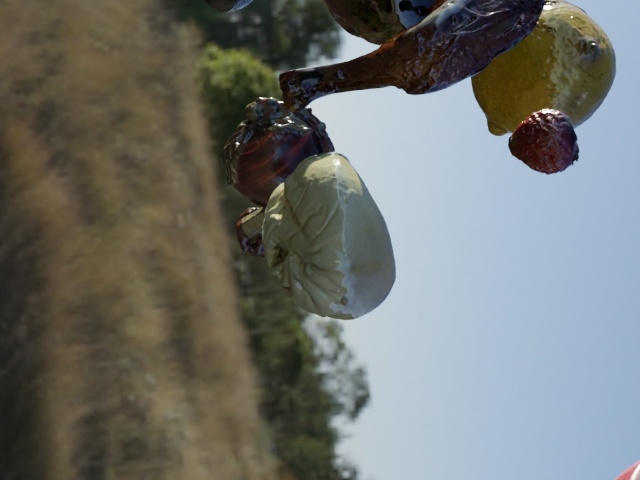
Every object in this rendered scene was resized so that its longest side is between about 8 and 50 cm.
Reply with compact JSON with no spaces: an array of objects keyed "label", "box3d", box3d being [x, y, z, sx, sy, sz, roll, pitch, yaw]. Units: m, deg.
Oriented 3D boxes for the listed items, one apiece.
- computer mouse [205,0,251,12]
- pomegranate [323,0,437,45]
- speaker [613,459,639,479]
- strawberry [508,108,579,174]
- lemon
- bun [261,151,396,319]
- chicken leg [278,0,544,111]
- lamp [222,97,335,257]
[{"label":"computer mouse","box3d":[-0.117,-0.406,2.155,0.062,0.106,0.192,-113,-144,-45]},{"label":"pomegranate","box3d":[0.134,-0.437,2.310,0.306,0.242,0.242,-50,155,-26]},{"label":"speaker","box3d":[0.441,0.381,1.720,0.294,0.294,0.294,173,-90,-90]},{"label":"strawberry","box3d":[0.321,-0.140,2.144,0.106,0.106,0.106,173,-90,-90]},{"label":"lemon","box3d":[0.369,-0.285,2.521,0.228,0.253,0.228,41,30,-31]},{"label":"bun","box3d":[0.000,0.000,1.981,0.229,0.145,0.229,161,-90,-77]},{"label":"chicken leg","box3d":[0.136,-0.270,2.046,0.158,0.407,0.096,52,-15,50]},{"label":"lamp","box3d":[-0.071,-0.098,2.236,0.223,0.215,0.151,61,20,-5]}]
